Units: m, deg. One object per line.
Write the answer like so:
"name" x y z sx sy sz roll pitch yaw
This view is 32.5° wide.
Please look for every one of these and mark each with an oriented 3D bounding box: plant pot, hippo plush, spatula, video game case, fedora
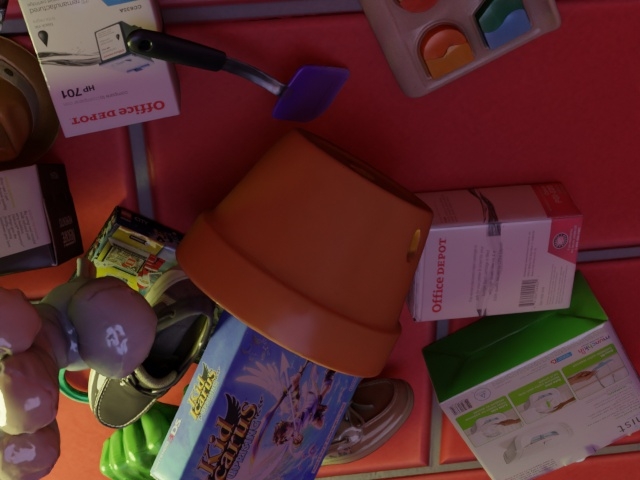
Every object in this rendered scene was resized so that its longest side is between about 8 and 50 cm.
"plant pot" 0.000 0.000 1.316 0.290 0.291 0.203 27 101 -25
"hippo plush" -0.318 0.149 1.293 0.236 0.294 0.234 -14 95 -41
"spatula" -0.091 -0.191 1.248 0.296 0.030 0.084 12 124 -37
"video game case" -0.068 0.217 1.458 0.244 0.061 0.270 25 89 -45
"fedora" -0.393 -0.144 1.257 0.194 0.079 0.194 -5 126 -6

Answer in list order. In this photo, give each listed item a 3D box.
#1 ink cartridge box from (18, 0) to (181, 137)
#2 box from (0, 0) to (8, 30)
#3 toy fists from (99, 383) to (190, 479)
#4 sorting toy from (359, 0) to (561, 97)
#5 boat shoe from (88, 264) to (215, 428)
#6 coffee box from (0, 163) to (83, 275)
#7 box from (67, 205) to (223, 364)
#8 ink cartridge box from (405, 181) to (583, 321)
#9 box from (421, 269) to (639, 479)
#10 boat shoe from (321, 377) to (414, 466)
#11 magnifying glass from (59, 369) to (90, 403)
"ink cartridge box" -0.243 -0.225 1.223 0.139 0.082 0.191 -12 124 -1
"box" -0.370 -0.265 1.140 0.093 0.137 0.027 12 119 -18
"toy fists" -0.181 0.262 1.551 0.279 0.096 0.142 -27 155 10
"sorting toy" 0.160 -0.279 1.275 0.208 0.038 0.193 -24 125 8
"boat shoe" -0.222 0.155 1.430 0.102 0.092 0.285 26 119 -25
"coffee box" -0.443 -0.006 1.273 0.297 0.168 0.119 -11 94 -1
"box" -0.204 0.067 1.456 0.233 0.044 0.159 25 118 -24
"ink cartridge box" 0.222 0.016 1.460 0.217 0.092 0.159 -5 125 -7
"box" 0.320 0.211 1.591 0.262 0.127 0.231 -29 125 11
"boat shoe" 0.000 0.271 1.596 0.285 0.105 0.089 -29 127 13
"magnifying glass" -0.375 0.164 1.510 0.231 0.026 0.092 26 117 -22
